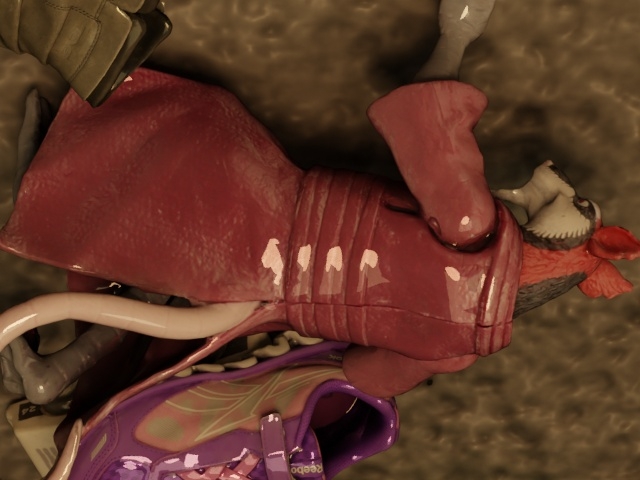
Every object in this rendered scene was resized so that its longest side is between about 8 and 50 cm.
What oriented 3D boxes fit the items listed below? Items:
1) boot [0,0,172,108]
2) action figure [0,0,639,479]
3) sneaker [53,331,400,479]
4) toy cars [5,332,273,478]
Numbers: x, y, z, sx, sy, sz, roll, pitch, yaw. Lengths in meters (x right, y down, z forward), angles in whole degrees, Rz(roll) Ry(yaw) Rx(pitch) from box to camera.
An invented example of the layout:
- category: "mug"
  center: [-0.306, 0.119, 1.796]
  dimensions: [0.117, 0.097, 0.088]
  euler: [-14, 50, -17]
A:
- category: "boot"
  center: [-0.177, -0.120, 1.082]
  dimensions: [0.161, 0.083, 0.246]
  euler: [38, 122, -3]
- category: "action figure"
  center: [0.000, 0.000, 1.126]
  dimensions: [0.370, 0.276, 0.248]
  euler: [4, 121, 9]
- category: "sneaker"
  center: [-0.050, 0.127, 1.238]
  dimensions: [0.236, 0.104, 0.095]
  euler: [-22, 125, -21]
- category: "toy cars"
  center: [-0.205, 0.106, 1.286]
  dimensions: [0.393, 0.087, 0.176]
  euler: [15, 124, -15]
